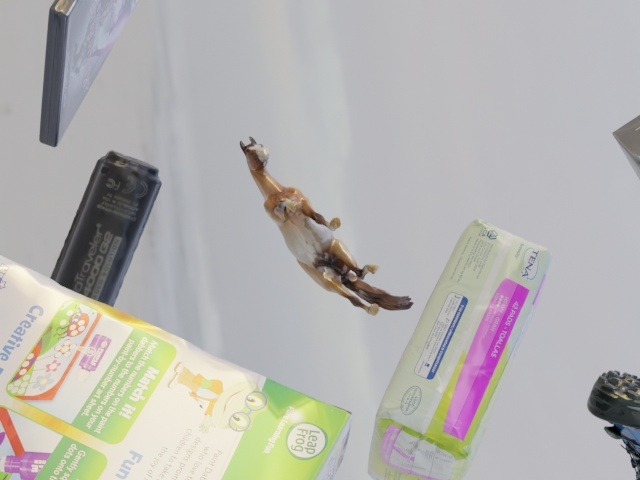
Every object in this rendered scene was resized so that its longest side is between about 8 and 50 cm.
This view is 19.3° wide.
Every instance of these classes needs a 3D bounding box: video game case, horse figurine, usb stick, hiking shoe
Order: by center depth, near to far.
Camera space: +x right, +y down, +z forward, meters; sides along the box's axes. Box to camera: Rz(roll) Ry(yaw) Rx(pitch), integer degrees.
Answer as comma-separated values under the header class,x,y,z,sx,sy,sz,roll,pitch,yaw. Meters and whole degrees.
class,x,y,z,sx,sy,sz,roll,pitch,yaw
video game case,-0.235,-0.258,2.012,0.196,0.026,0.274,104,5,-49
usb stick,-0.252,0.040,2.038,0.045,0.077,0.278,-134,-114,-77
hiking shoe,0.388,0.246,2.057,0.132,0.304,0.113,-58,-145,2
horse figurine,0.000,0.000,2.265,0.263,0.066,0.174,50,-10,-26

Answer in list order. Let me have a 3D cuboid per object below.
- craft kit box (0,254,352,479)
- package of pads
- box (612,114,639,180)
class,x,y,z,sx,sy,sz,roll,pitch,yaw
craft kit box,-0.145,0.149,1.016,0.250,0.246,0.061,-58,163,-33
package of pads,0.133,0.135,1.869,0.296,0.101,0.229,90,24,-73
box,0.420,-0.065,1.474,0.242,0.307,0.076,56,2,-22
